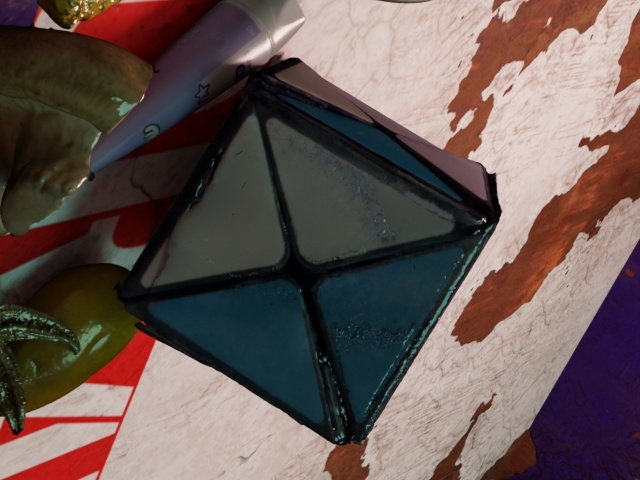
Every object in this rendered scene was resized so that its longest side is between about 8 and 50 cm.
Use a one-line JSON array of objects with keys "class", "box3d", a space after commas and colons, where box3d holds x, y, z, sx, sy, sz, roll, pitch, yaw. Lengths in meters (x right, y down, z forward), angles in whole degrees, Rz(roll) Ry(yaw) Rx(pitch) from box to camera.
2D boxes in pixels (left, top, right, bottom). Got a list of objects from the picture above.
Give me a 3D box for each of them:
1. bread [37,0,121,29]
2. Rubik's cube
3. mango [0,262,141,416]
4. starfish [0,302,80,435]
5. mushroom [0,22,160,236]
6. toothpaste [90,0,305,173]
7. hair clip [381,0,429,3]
[{"class": "bread", "box3d": [-0.173, -0.269, 1.255, 0.211, 0.114, 0.083, -37, 168, -32]}, {"class": "Rubik's cube", "box3d": [0.000, 0.000, 1.592, 0.307, 0.305, 0.310, -57, 180, 12]}, {"class": "mango", "box3d": [-0.285, 0.107, 1.577, 0.227, 0.109, 0.147, -39, 176, -28]}, {"class": "starfish", "box3d": [-0.349, 0.096, 1.452, 0.213, 0.057, 0.238, -19, 114, -26]}, {"class": "mushroom", "box3d": [-0.271, -0.107, 1.258, 0.286, 0.151, 0.156, -34, -147, 45]}, {"class": "toothpaste", "box3d": [-0.170, -0.143, 1.467, 0.371, 0.125, 0.080, -40, 109, -25]}, {"class": "hair clip", "box3d": [0.049, -0.337, 1.573, 0.282, 0.113, 0.172, 14, 111, -50]}]
